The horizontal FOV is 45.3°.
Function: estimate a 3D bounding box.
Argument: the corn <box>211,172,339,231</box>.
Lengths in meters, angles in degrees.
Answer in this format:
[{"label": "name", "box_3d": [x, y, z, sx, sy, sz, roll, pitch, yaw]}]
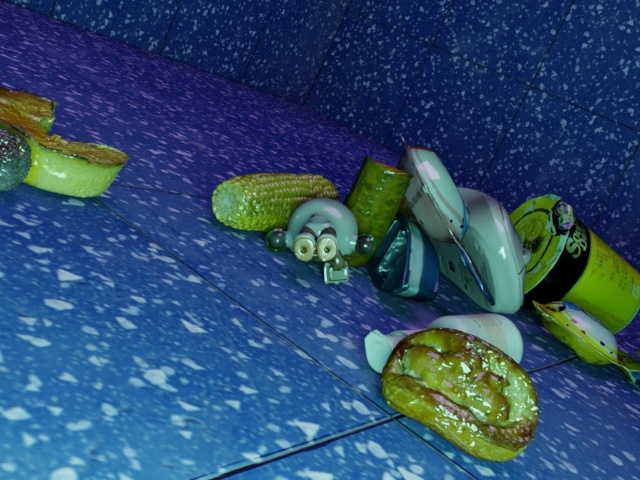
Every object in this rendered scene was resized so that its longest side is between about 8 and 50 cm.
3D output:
[{"label": "corn", "box_3d": [-0.057, -0.053, 1.102, 0.091, 0.091, 0.260, 34, 19, 24]}]

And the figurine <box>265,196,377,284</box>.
[{"label": "figurine", "box_3d": [0.000, 0.001, 0.995, 0.147, 0.093, 0.197, 3, 20, 4]}]

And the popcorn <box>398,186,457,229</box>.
[{"label": "popcorn", "box_3d": [0.240, -0.079, 1.672, 0.163, 0.140, 0.194, 28, 10, -9]}]

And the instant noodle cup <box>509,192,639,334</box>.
[{"label": "instant noodle cup", "box_3d": [0.443, 0.059, 1.375, 0.236, 0.215, 0.215, 29, 11, -19]}]

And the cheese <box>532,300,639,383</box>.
[{"label": "cheese", "box_3d": [0.437, 0.165, 1.208, 0.250, 0.064, 0.156, 35, 11, -14]}]

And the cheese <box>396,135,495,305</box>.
[{"label": "cheese", "box_3d": [0.182, -0.034, 1.124, 0.189, 0.074, 0.285, 37, 26, -61]}]

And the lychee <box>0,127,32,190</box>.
[{"label": "lychee", "box_3d": [-0.320, -0.080, 0.748, 0.067, 0.068, 0.083, 29, -5, 16]}]

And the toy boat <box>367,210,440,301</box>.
[{"label": "toy boat", "box_3d": [0.120, 0.027, 1.106, 0.062, 0.096, 0.299, 32, 13, -9]}]

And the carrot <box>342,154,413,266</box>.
[{"label": "carrot", "box_3d": [0.069, -0.042, 1.097, 0.082, 0.173, 0.082, 20, 29, -11]}]

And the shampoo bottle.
[{"label": "shampoo bottle", "box_3d": [0.132, 0.116, 0.805, 0.192, 0.073, 0.074, 2, 25, -40]}]

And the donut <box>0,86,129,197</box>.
[{"label": "donut", "box_3d": [-0.316, -0.108, 0.868, 0.181, 0.078, 0.146, 35, 16, 15]}]

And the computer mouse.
[{"label": "computer mouse", "box_3d": [0.271, 0.007, 1.281, 0.121, 0.184, 0.297, -18, 17, -13]}]

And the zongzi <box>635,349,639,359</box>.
[{"label": "zongzi", "box_3d": [0.657, 0.205, 1.236, 0.300, 0.138, 0.286, 41, 32, 4]}]

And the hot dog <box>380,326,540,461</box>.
[{"label": "hot dog", "box_3d": [0.126, 0.138, 0.690, 0.147, 0.099, 0.065, 30, -32, 16]}]
